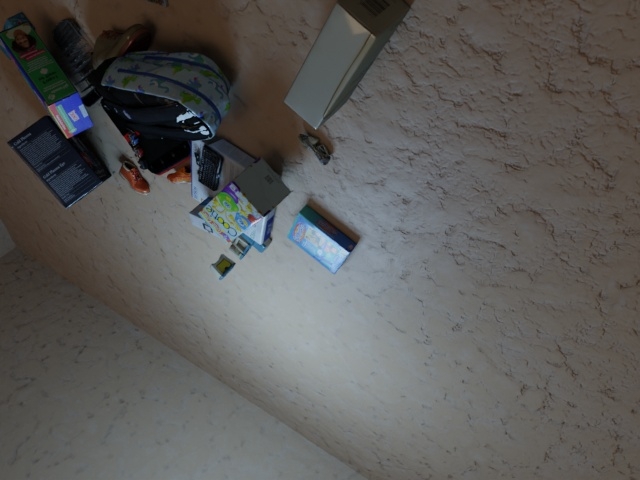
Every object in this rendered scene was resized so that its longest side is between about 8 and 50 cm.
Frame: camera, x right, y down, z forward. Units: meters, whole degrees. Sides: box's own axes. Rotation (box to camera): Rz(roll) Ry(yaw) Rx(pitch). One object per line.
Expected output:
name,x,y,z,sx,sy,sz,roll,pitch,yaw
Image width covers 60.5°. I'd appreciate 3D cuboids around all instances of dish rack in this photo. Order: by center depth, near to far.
dish rack,-0.840,-0.620,1.911,0.208,0.074,0.272,-10,121,47

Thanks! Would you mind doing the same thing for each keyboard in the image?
keyboard,-0.378,-0.243,1.811,0.108,0.023,0.180,37,144,7

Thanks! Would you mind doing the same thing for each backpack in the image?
backpack,-0.433,-0.415,1.594,0.355,0.273,0.290,28,164,39

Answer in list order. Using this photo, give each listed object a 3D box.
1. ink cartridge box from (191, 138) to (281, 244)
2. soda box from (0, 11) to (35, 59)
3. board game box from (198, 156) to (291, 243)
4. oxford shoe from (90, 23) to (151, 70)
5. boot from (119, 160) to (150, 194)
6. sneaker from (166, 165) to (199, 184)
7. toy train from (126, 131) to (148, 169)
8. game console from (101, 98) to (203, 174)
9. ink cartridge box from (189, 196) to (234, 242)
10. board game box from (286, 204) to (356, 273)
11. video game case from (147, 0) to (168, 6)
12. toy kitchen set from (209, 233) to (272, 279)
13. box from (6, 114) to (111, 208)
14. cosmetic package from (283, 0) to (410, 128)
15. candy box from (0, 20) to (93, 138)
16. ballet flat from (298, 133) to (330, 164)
ink cartridge box,-0.297,-0.181,1.875,0.330,0.071,0.324,35,145,12
soda box,-1.139,-0.760,2.047,0.210,0.067,0.071,-16,117,49
board game box,-0.242,-0.117,1.708,0.144,0.142,0.275,49,144,-9
oxford shoe,-0.642,-0.601,1.708,0.348,0.123,0.130,-15,110,48
boot,-0.756,-0.255,2.241,0.158,0.059,0.084,43,140,0
sneaker,-0.501,-0.244,2.022,0.175,0.064,0.068,4,111,34
toy train,-0.669,-0.328,2.011,0.036,0.027,0.158,15,135,30
game console,-0.594,-0.410,1.931,0.386,0.060,0.342,-13,115,49
ink cartridge box,-0.349,-0.073,1.892,0.180,0.104,0.060,23,140,25
board game box,0.000,0.000,1.807,0.210,0.047,0.160,38,145,4
video game case,-0.481,-0.709,1.530,0.122,0.011,0.087,25,141,22
toy kitchen set,-0.302,0.056,2.049,0.122,0.166,0.207,41,145,1
box,-1.026,-0.319,2.195,0.313,0.179,0.343,53,175,-18
cosmetic package,0.050,-0.410,1.225,0.113,0.160,0.309,41,146,0
candy box,-0.968,-0.560,1.950,0.317,0.122,0.268,52,162,4
ballet flat,-0.012,-0.266,1.550,0.114,0.041,0.041,47,145,-9
